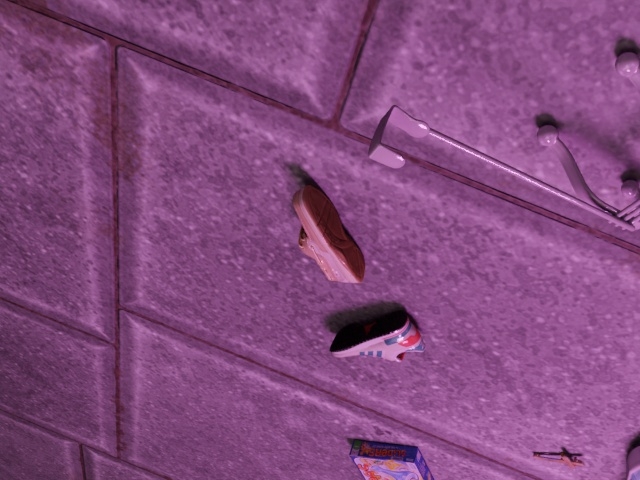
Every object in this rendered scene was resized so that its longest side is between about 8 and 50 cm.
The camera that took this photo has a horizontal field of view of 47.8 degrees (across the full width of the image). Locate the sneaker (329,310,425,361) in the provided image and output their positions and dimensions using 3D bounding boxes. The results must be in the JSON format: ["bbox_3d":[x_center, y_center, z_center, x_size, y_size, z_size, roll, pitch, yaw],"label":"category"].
[{"bbox_3d":[0.085,0.161,1.090,0.161,0.057,0.075,-25,116,40],"label":"sneaker"}]

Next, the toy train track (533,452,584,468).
[{"bbox_3d":[0.398,0.363,1.207,0.083,0.014,0.048,-3,142,38],"label":"toy train track"}]

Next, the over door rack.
[{"bbox_3d":[0.237,-0.131,0.612,0.324,0.108,0.239,13,146,-21],"label":"over door rack"}]

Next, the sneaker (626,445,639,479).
[{"bbox_3d":[0.545,0.459,1.134,0.135,0.150,0.366,1,137,24],"label":"sneaker"}]

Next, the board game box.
[{"bbox_3d":[0.152,0.468,1.433,0.136,0.035,0.201,-2,135,28],"label":"board game box"}]

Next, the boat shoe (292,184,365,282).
[{"bbox_3d":[0.000,0.000,0.941,0.059,0.063,0.170,-10,132,27],"label":"boat shoe"}]
